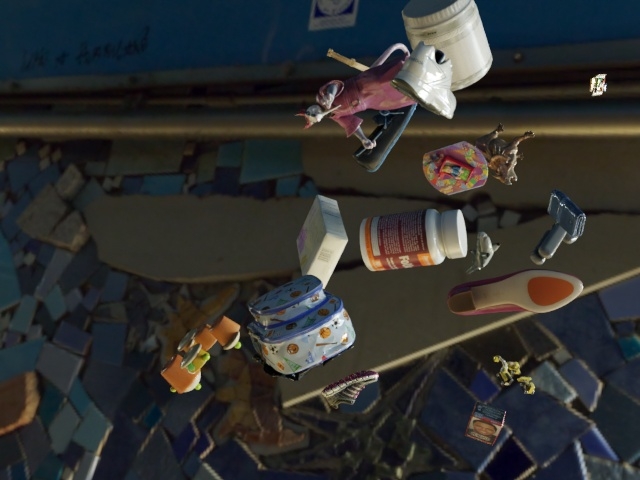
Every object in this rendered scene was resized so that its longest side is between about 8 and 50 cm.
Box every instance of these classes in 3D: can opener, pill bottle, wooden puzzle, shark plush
[{"bbox_3d":[0.733,-0.007,2.049,0.093,0.280,0.074,47,-44,9],"label":"can opener"},{"bbox_3d":[0.373,-0.005,2.660,0.392,0.224,0.224,-8,-22,22],"label":"pill bottle"},{"bbox_3d":[0.956,-0.532,2.281,0.116,0.078,0.014,-23,35,-37],"label":"wooden puzzle"},{"bbox_3d":[0.475,0.041,1.981,0.067,0.073,0.161,38,-28,19],"label":"shark plush"}]

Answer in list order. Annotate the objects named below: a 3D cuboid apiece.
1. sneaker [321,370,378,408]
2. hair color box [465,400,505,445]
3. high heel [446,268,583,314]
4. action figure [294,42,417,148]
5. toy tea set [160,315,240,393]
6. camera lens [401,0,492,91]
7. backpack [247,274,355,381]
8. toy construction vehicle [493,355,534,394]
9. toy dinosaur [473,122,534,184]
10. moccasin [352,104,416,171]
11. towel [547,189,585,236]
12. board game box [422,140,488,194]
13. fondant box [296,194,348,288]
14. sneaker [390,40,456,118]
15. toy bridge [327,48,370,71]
[{"bbox_3d":[0.092,0.431,1.913,0.170,0.074,0.063,-23,4,-3],"label":"sneaker"},{"bbox_3d":[0.392,0.439,1.590,0.072,0.043,0.141,17,-32,15],"label":"hair color box"},{"bbox_3d":[0.555,0.147,1.934,0.377,0.127,0.181,-6,0,14],"label":"high heel"},{"bbox_3d":[0.099,-0.426,1.882,0.370,0.275,0.248,-16,-34,9],"label":"action figure"},{"bbox_3d":[-0.335,0.341,1.946,0.124,0.200,0.336,43,-36,-14],"label":"toy tea set"},{"bbox_3d":[0.391,-0.614,2.041,0.219,0.219,0.274,4,-43,39],"label":"camera lens"},{"bbox_3d":[-0.044,0.213,1.648,0.213,0.277,0.263,64,-15,-20],"label":"backpack"},{"bbox_3d":[0.476,0.326,1.631,0.086,0.098,0.035,11,-55,-20],"label":"toy construction vehicle"},{"bbox_3d":[0.607,-0.316,2.332,0.200,0.127,0.296,-23,31,-20],"label":"toy dinosaur"},{"bbox_3d":[0.234,-0.411,2.386,0.117,0.342,0.138,30,9,-6],"label":"moccasin"},{"bbox_3d":[0.561,-0.064,1.518,0.029,0.067,0.119,-7,34,-10],"label":"towel"},{"bbox_3d":[0.337,-0.173,1.686,0.169,0.033,0.133,-14,-63,37],"label":"board game box"},{"bbox_3d":[0.000,0.000,2.647,0.096,0.238,0.330,17,26,-16],"label":"fondant box"},{"bbox_3d":[0.273,-0.374,1.575,0.111,0.129,0.297,32,11,22],"label":"sneaker"},{"bbox_3d":[0.112,-0.634,2.371,0.188,0.026,0.063,23,18,-7],"label":"toy bridge"}]
